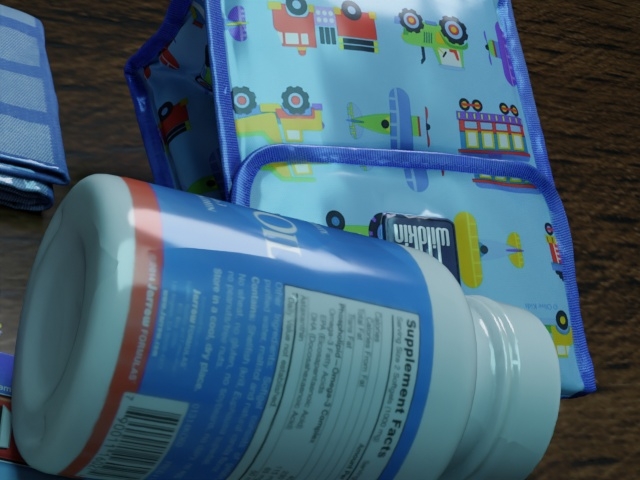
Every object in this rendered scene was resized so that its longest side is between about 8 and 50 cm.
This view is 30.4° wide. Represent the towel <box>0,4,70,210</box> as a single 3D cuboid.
[{"bbox_3d":[-0.296,-0.112,0.695,0.285,0.034,0.209,12,35,-28],"label":"towel"}]

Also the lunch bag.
[{"bbox_3d":[0.027,-0.009,0.698,0.221,0.138,0.293,2,61,-29],"label":"lunch bag"}]

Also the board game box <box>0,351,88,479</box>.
[{"bbox_3d":[-0.097,0.143,0.478,0.317,0.046,0.213,17,34,-20],"label":"board game box"}]

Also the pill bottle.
[{"bbox_3d":[-0.011,0.053,0.517,0.222,0.124,0.124,14,34,-27],"label":"pill bottle"}]

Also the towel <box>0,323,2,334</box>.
[{"bbox_3d":[-0.178,0.044,0.499,0.060,0.009,0.083,31,30,0],"label":"towel"}]
